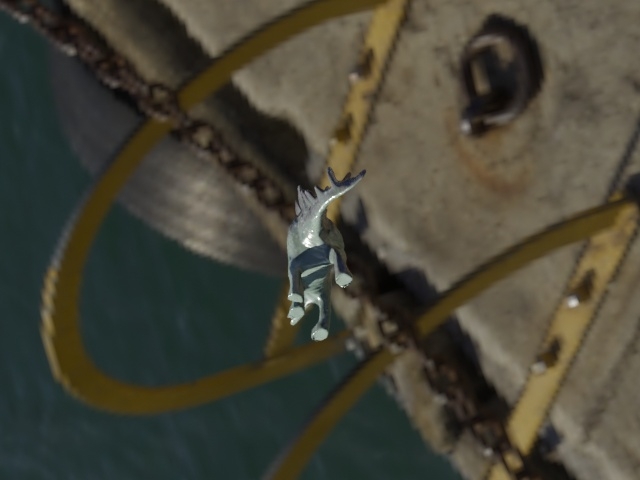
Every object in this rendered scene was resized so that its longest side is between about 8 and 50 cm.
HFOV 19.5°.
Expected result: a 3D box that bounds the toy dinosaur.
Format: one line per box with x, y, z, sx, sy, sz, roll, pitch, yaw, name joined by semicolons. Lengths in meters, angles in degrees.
-0.002;0.000;1.290;0.209;0.039;0.082;113;156;-59;toy dinosaur
